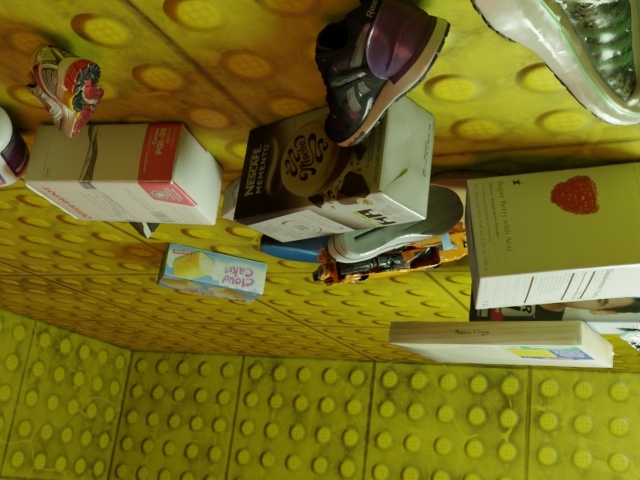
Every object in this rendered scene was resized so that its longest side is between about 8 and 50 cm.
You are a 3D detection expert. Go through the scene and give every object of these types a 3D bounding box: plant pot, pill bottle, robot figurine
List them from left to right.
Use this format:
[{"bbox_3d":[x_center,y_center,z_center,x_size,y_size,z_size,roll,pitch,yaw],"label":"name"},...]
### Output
[{"bbox_3d":[-0.570,-0.173,1.323,0.108,0.108,0.193,8,162,-4],"label":"pill bottle"},{"bbox_3d":[0.125,0.028,1.473,0.291,0.085,0.211,-8,174,-23],"label":"robot figurine"},{"bbox_3d":[0.271,-0.077,1.418,0.237,0.032,0.236,7,162,2],"label":"plant pot"}]

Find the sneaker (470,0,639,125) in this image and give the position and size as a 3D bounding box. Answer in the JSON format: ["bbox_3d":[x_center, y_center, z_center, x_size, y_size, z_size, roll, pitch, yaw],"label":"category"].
[{"bbox_3d":[0.289,-0.241,0.741,0.410,0.158,0.182,17,144,-42],"label":"sneaker"}]

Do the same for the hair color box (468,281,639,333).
[{"bbox_3d":[0.505,0.091,1.599,0.375,0.185,0.114,-3,161,28],"label":"hair color box"}]

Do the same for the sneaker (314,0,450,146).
[{"bbox_3d":[0.044,-0.221,0.984,0.124,0.107,0.283,27,155,-11],"label":"sneaker"}]

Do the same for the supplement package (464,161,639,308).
[{"bbox_3d":[0.393,-0.004,1.279,0.293,0.177,0.175,-6,157,6],"label":"supplement package"}]

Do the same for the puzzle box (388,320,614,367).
[{"bbox_3d":[0.387,0.221,1.663,0.409,0.052,0.272,-4,161,31],"label":"puzzle box"}]

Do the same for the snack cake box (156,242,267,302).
[{"bbox_3d":[-0.291,0.091,2.080,0.265,0.089,0.152,12,161,-15],"label":"snack cake box"}]

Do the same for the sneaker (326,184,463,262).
[{"bbox_3d":[0.122,-0.030,1.318,0.258,0.094,0.091,-16,177,-26],"label":"sneaker"}]

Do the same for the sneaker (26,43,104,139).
[{"bbox_3d":[-0.380,-0.226,1.155,0.093,0.088,0.225,31,159,-6],"label":"sneaker"}]

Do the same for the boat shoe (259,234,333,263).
[{"bbox_3d":[0.000,0.000,1.684,0.258,0.089,0.109,6,164,-7],"label":"boat shoe"}]

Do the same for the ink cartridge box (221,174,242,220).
[{"bbox_3d":[-0.103,-0.083,1.490,0.115,0.067,0.198,14,163,-23],"label":"ink cartridge box"}]

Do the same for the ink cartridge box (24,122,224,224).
[{"bbox_3d":[-0.344,-0.116,1.394,0.283,0.117,0.207,2,162,15],"label":"ink cartridge box"}]

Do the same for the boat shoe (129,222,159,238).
[{"bbox_3d":[-0.368,-0.076,1.623,0.081,0.068,0.227,42,161,7],"label":"boat shoe"}]

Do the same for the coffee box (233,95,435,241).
[{"bbox_3d":[0.017,-0.106,1.200,0.297,0.168,0.119,-10,155,42],"label":"coffee box"}]

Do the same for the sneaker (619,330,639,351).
[{"bbox_3d":[0.626,0.213,1.509,0.098,0.069,0.038,9,163,-11],"label":"sneaker"}]
